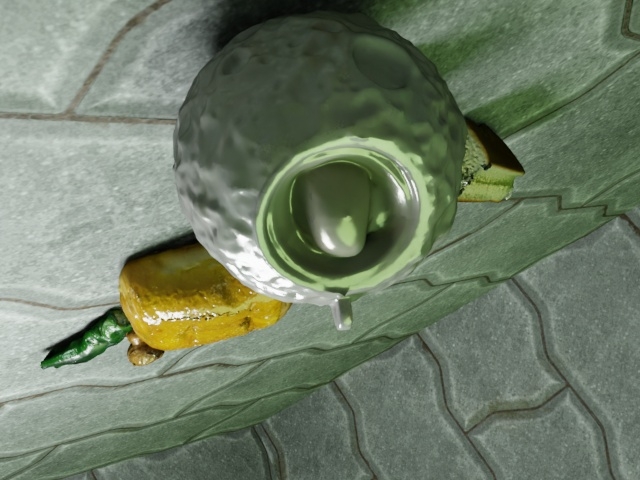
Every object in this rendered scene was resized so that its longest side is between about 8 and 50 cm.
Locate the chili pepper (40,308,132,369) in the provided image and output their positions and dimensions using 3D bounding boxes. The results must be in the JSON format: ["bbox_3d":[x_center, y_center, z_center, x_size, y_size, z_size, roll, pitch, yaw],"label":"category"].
[{"bbox_3d":[-0.470,0.212,1.613,0.224,0.061,0.098,-33,168,19],"label":"chili pepper"}]

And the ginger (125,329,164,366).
[{"bbox_3d":[-0.375,0.210,1.677,0.073,0.103,0.162,-15,176,-3],"label":"ginger"}]

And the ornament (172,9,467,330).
[{"bbox_3d":[-0.005,-0.098,0.924,0.337,0.337,0.337,-23,163,-8],"label":"ornament"}]

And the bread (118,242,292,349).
[{"bbox_3d":[-0.197,0.114,1.507,0.337,0.148,0.328,-12,160,-12],"label":"bread"}]

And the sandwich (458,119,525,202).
[{"bbox_3d":[0.295,-0.142,1.523,0.122,0.128,0.236,-38,160,26],"label":"sandwich"}]
